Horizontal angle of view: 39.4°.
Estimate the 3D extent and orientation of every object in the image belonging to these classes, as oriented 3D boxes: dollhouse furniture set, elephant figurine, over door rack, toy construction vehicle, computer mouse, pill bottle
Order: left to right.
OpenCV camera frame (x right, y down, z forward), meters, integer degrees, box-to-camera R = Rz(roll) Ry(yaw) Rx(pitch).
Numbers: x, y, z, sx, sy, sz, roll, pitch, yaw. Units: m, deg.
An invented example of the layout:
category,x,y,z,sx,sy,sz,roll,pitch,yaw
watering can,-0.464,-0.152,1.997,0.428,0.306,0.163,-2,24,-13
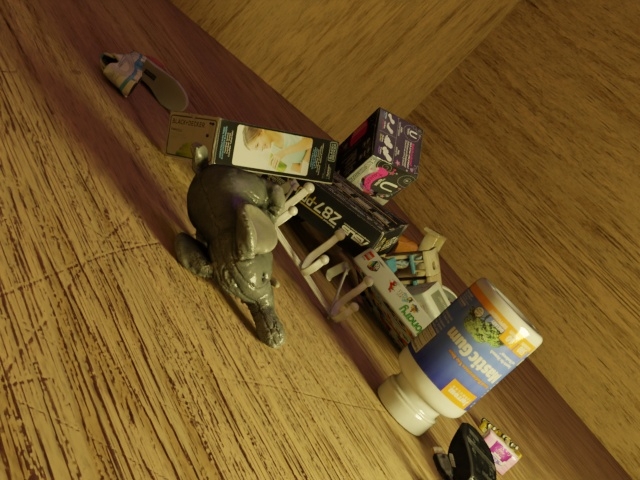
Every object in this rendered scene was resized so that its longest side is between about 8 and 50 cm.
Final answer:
category,x,y,z,sx,sy,sz,roll,pitch,yaw
elephant figurine,-0.122,0.007,1.297,0.186,0.169,0.239,13,37,-14
over door rack,0.000,0.000,1.761,0.240,0.108,0.324,58,7,-12
dollhouse furniture set,0.176,-0.003,2.313,0.242,0.161,0.212,32,6,18
dollhouse furniture set,0.190,0.098,2.110,0.183,0.129,0.129,-18,100,-58
pill bottle,0.231,0.206,1.530,0.152,0.272,0.152,44,9,-9
computer mouse,0.222,0.378,1.439,0.184,0.060,0.262,45,21,-24
toy construction vehicle,0.395,0.441,1.965,0.098,0.035,0.086,39,1,-45

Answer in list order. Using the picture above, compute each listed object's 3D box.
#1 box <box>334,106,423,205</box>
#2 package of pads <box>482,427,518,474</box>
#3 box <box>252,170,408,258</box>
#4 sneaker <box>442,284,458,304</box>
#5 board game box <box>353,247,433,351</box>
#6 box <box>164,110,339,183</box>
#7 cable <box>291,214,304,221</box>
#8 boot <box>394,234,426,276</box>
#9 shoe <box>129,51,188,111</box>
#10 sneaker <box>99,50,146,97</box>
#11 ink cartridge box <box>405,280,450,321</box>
category,x,y,z,sx,sy,sz,roll,pitch,yaw
box,0.135,-0.191,2.279,0.142,0.247,0.163,23,56,-20
package of pads,0.351,0.422,1.789,0.083,0.050,0.032,45,10,0
box,0.001,-0.111,2.076,0.395,0.097,0.318,37,14,9
sneaker,0.390,0.240,2.500,0.295,0.124,0.178,41,1,-30
board game box,0.180,0.178,1.865,0.305,0.053,0.193,52,-12,33
box,-0.128,-0.175,1.691,0.290,0.087,0.169,6,6,-43
cable,-0.082,-0.104,2.150,0.150,0.047,0.184,45,11,-1
boot,0.230,0.026,2.792,0.295,0.104,0.211,45,14,30
shoe,-0.355,-0.357,2.008,0.178,0.063,0.081,42,15,5
sneaker,-0.405,-0.358,1.808,0.083,0.071,0.191,35,13,-22
ink cartridge box,0.222,0.191,1.938,0.189,0.066,0.232,60,-30,-5
